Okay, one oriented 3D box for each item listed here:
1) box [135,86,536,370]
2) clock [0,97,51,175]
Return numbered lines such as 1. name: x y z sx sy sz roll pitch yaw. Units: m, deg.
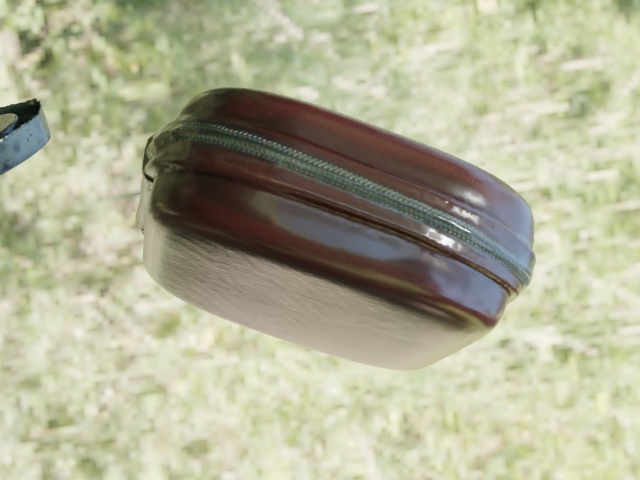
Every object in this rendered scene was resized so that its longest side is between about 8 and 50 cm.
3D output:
1. box: 0.000 0.000 1.234 0.404 0.263 0.108 133 -24 -79
2. clock: -0.168 -0.041 0.863 0.085 0.085 0.017 -74 142 -67
